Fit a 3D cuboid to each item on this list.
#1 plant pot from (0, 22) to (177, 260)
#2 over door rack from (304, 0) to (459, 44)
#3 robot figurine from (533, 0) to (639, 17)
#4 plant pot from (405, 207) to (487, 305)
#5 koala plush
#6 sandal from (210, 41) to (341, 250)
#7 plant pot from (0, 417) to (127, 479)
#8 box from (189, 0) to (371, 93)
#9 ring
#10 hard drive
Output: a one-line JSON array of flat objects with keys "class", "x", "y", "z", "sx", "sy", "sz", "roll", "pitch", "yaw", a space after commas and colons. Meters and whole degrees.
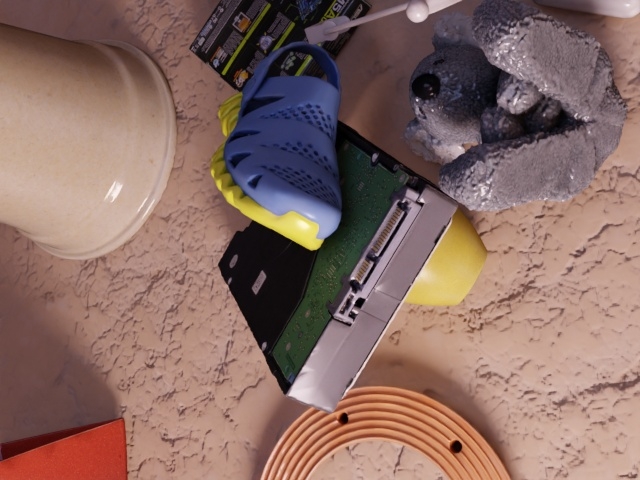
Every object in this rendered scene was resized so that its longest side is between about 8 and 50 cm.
[{"class": "plant pot", "x": -0.418, "y": -0.155, "z": 1.174, "sx": 0.333, "sy": 0.305, "sz": 0.334, "roll": -5, "pitch": 80, "yaw": 30}, {"class": "over door rack", "x": 0.053, "y": -0.330, "z": 0.856, "sx": 0.324, "sy": 0.108, "sz": 0.240, "roll": -3, "pitch": 111, "yaw": 48}, {"class": "robot figurine", "x": 0.276, "y": -0.363, "z": 0.848, "sx": 0.353, "sy": 0.199, "sz": 0.300, "roll": 27, "pitch": 130, "yaw": 31}, {"class": "plant pot", "x": 0.120, "y": 0.016, "z": 0.933, "sx": 0.095, "sy": 0.134, "sz": 0.134, "roll": 29, "pitch": 98, "yaw": 0}, {"class": "koala plush", "x": 0.174, "y": -0.141, "z": 0.910, "sx": 0.221, "sy": 0.203, "sz": 0.196, "roll": 25, "pitch": 109, "yaw": 52}, {"class": "sandal", "x": -0.031, "y": -0.111, "z": 0.894, "sx": 0.138, "sy": 0.126, "sz": 0.317, "roll": -49, "pitch": 29, "yaw": 21}, {"class": "plant pot", "x": -0.402, "y": 0.389, "z": 1.116, "sx": 0.267, "sy": 0.267, "sz": 0.236, "roll": -17, "pitch": 86, "yaw": 28}, {"class": "box", "x": -0.057, "y": -0.273, "z": 1.128, "sx": 0.184, "sy": 0.045, "sz": 0.191, "roll": 42, "pitch": 103, "yaw": 27}, {"class": "ring", "x": 0.069, "y": 0.329, "z": 0.958, "sx": 0.336, "sy": 0.032, "sz": 0.337, "roll": -6, "pitch": 78, "yaw": 30}, {"class": "hard drive", "x": 0.000, "y": 0.000, "z": 0.936, "sx": 0.237, "sy": 0.064, "sz": 0.339, "roll": -60, "pitch": 24, "yaw": 8}]
